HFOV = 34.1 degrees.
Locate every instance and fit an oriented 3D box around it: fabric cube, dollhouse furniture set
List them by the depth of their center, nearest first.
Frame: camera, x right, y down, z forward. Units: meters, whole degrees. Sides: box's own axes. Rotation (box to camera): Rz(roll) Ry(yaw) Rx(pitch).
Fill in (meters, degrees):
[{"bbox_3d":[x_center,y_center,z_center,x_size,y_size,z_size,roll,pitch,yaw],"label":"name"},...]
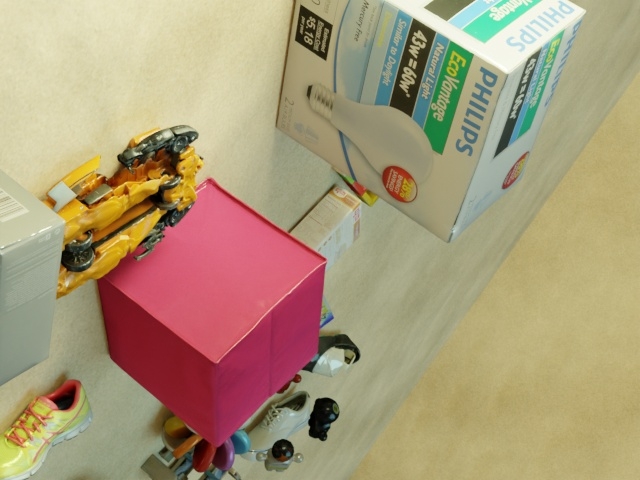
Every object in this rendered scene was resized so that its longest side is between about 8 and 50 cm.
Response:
[{"bbox_3d":[-0.167,0.110,1.639,0.259,0.254,0.258,-41,154,-30],"label":"fabric cube"},{"bbox_3d":[-0.266,0.489,2.191,0.129,0.129,0.183,-48,159,-16],"label":"dollhouse furniture set"}]

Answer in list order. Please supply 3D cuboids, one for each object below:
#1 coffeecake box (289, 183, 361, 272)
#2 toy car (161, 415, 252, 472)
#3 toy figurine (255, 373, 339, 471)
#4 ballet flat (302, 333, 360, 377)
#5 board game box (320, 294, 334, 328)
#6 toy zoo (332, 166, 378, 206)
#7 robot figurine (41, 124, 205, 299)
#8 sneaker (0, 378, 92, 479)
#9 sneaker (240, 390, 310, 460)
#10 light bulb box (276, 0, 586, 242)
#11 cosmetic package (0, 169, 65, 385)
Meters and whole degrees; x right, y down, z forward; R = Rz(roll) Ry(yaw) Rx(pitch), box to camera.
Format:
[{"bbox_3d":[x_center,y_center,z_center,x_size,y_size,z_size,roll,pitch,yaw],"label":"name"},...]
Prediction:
[{"bbox_3d":[0.000,0.000,2.093,0.185,0.068,0.142,-46,159,-21],"label":"coffeecake box"},{"bbox_3d":[-0.214,0.387,2.054,0.182,0.136,0.159,-2,151,-35],"label":"toy car"},{"bbox_3d":[-0.088,0.387,2.307,0.209,0.213,0.148,-38,166,-27],"label":"toy figurine"},{"bbox_3d":[0.025,0.279,2.551,0.095,0.096,0.280,-60,159,17],"label":"ballet flat"},{"bbox_3d":[-0.123,0.202,2.074,0.317,0.046,0.213,-38,156,-6],"label":"board game box"},{"bbox_3d":[0.127,-0.176,2.149,0.192,0.030,0.293,-54,160,-2],"label":"toy zoo"},{"bbox_3d":[-0.273,-0.049,1.393,0.291,0.085,0.211,-39,155,-35],"label":"robot figurine"},{"bbox_3d":[-0.434,0.281,1.586,0.208,0.082,0.094,-42,150,-47],"label":"sneaker"},{"bbox_3d":[-0.113,0.444,2.547,0.258,0.094,0.091,-34,133,-53],"label":"sneaker"},{"bbox_3d":[0.154,-0.256,1.611,0.225,0.361,0.357,-40,155,-35],"label":"light bulb box"},{"bbox_3d":[-0.387,0.049,1.238,0.107,0.127,0.238,-32,148,-47],"label":"cosmetic package"}]
